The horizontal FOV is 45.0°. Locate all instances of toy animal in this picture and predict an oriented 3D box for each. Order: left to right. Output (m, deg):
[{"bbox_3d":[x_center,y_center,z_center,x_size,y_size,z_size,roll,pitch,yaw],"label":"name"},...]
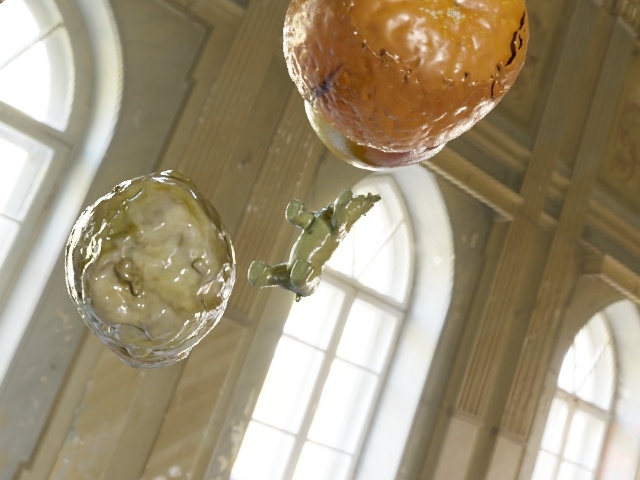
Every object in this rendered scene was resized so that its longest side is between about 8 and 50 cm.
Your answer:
[{"bbox_3d":[0.000,0.000,1.141,0.103,0.219,0.101,22,-12,41],"label":"toy animal"}]

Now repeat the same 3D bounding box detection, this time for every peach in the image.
[{"bbox_3d":[0.093,-0.210,1.130,0.231,0.231,0.231,19,-14,5],"label":"peach"}]

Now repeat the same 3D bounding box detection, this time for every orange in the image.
[{"bbox_3d":[0.064,-0.163,0.614,0.193,0.193,0.161,23,-21,-11],"label":"orange"}]

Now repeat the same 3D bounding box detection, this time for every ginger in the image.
[{"bbox_3d":[-0.112,0.024,0.528,0.116,0.109,0.263,57,-17,7],"label":"ginger"}]

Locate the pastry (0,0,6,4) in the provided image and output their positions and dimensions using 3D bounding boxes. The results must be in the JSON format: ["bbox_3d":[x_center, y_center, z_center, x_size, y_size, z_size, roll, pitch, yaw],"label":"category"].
[{"bbox_3d":[-0.488,-0.433,1.042,0.235,0.132,0.240,27,-38,2],"label":"pastry"}]
